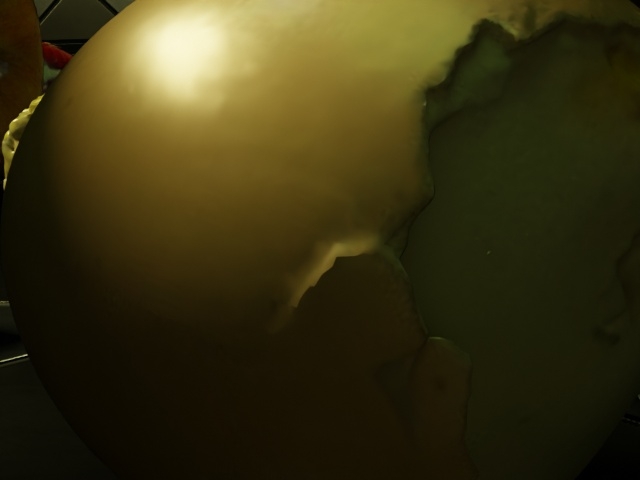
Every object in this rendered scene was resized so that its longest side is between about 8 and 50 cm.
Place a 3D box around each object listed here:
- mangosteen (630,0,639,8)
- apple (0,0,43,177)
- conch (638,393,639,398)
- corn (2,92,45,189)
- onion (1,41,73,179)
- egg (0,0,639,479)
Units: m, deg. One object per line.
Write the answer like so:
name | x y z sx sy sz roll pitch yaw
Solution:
mangosteen | 0.242 -0.174 1.188 0.211 0.211 0.250 7 43 32
apple | -0.326 -0.137 0.942 0.264 0.264 0.264 -2 13 0
conch | 0.144 0.031 0.568 0.180 0.065 0.088 4 12 -1
corn | -0.103 -0.072 0.912 0.131 0.131 0.344 2 16 17
onion | -0.243 -0.107 1.107 0.131 0.131 0.131 -2 13 0
egg | 0.000 0.000 0.426 0.244 0.201 0.201 6 16 38
